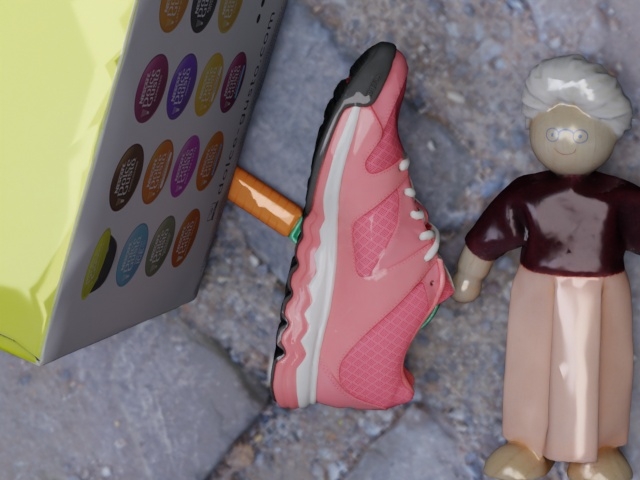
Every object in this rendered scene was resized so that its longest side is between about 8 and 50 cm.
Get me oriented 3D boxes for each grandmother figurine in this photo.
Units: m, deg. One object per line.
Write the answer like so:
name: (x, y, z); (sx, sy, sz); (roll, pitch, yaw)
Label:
grandmother figurine: (0.207, 0.021, 1.444); (0.208, 0.104, 0.342); (-1, 100, 3)

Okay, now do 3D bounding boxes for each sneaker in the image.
sneaker: (0.049, -0.005, 1.456); (0.136, 0.116, 0.314); (11, 107, -2)

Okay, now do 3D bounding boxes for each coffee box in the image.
coffee box: (-0.253, -0.137, 1.377); (0.338, 0.334, 0.337); (19, 101, 13)

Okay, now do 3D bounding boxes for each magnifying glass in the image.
magnifying glass: (0.000, 0.000, 1.518); (0.231, 0.026, 0.092); (34, 103, 6)
